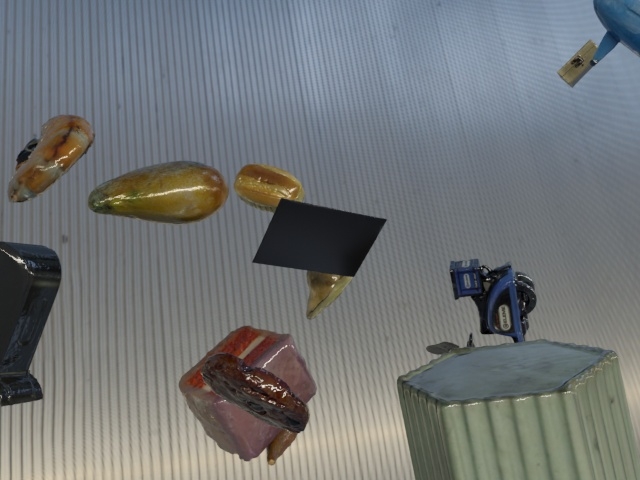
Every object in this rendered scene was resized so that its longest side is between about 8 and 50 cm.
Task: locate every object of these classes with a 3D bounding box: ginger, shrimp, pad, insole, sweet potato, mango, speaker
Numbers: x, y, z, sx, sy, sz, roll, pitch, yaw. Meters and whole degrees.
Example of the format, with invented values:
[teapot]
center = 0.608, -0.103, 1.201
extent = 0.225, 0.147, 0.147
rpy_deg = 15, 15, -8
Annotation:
[ginger]
center = -0.006, 0.140, 1.754
extent = 0.123, 0.115, 0.193
rpy_deg = 39, 102, 4
[shrimp]
center = -0.394, -0.124, 0.875
extent = 0.063, 0.287, 0.152
rpy_deg = 42, 87, -28
[pad]
center = 0.000, 0.000, 1.503
extent = 0.300, 0.202, 0.005
rpy_deg = 9, 34, -28
[insole]
center = 0.239, 0.213, 1.190
extent = 0.045, 0.135, 0.002
rpy_deg = 19, 71, -3
[sweet potato]
center = -0.088, 0.536, 1.737
extent = 0.072, 0.066, 0.314
rpy_deg = 63, 32, -14
[mango]
center = -0.370, -0.104, 1.395
extent = 0.317, 0.193, 0.146
rpy_deg = -11, 109, -20
[speaker]
center = -0.788, 0.213, 1.593
extent = 0.184, 0.180, 0.388
rpy_deg = 20, 92, 21

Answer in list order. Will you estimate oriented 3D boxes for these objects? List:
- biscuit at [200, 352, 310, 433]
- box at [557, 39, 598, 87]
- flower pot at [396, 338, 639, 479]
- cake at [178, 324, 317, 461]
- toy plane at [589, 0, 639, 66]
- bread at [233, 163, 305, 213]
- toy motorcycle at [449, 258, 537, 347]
[biscuit]
center = -0.104, 0.243, 0.950
extent = 0.192, 0.192, 0.049
rpy_deg = 39, 60, -8
[box]
center = 0.488, -0.330, 1.131
extent = 0.035, 0.079, 0.083
rpy_deg = 48, 25, 12
[flower pot]
center = 0.214, 0.224, 0.660
extent = 0.209, 0.239, 0.189
rpy_deg = -16, 93, -73
[cake]
center = -0.201, 0.412, 1.671
extent = 0.309, 0.237, 0.230
rpy_deg = -39, 117, -37
[toy plane]
center = 0.435, -0.214, 0.707
extent = 0.271, 0.105, 0.254
rpy_deg = 23, 28, 1
[bread]
center = -0.166, -0.168, 1.943
extent = 0.236, 0.106, 0.140
rpy_deg = 18, 69, 23
[toy motorcycle]
center = 0.433, 0.217, 1.493
extent = 0.125, 0.213, 0.358
rpy_deg = -44, 124, -69
